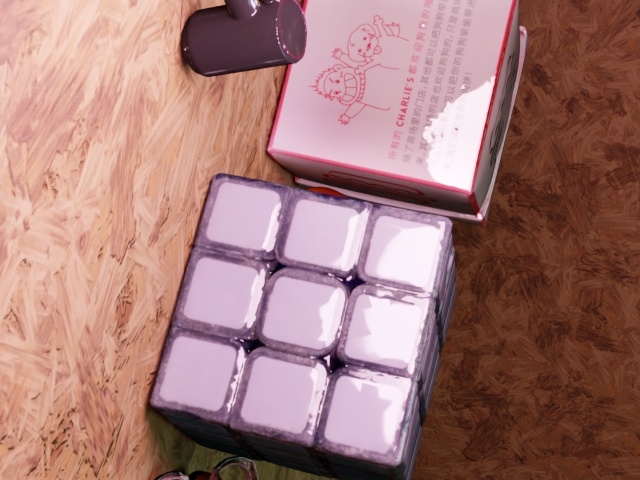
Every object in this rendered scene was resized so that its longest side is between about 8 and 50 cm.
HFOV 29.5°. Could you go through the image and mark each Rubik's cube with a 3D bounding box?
[{"bbox_3d":[-0.005,0.124,1.507,0.305,0.301,0.304,66,38,-72],"label":"Rubik's cube"}]

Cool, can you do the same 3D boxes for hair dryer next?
[{"bbox_3d":[-0.108,-0.263,1.176,0.248,0.114,0.071,62,30,-44],"label":"hair dryer"}]

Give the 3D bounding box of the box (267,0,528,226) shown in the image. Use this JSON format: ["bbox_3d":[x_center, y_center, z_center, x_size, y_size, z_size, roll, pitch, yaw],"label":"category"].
[{"bbox_3d":[0.123,-0.215,1.792,0.300,0.312,0.314,33,70,-79],"label":"box"}]

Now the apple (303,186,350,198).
[{"bbox_3d":[0.000,0.000,1.803,0.139,0.163,0.163,-49,151,-48],"label":"apple"}]

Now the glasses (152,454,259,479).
[{"bbox_3d":[-0.123,0.363,1.493,0.255,0.095,0.162,-2,103,-42],"label":"glasses"}]

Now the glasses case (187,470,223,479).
[{"bbox_3d":[-0.177,0.431,1.571,0.103,0.067,0.267,18,82,-71],"label":"glasses case"}]
